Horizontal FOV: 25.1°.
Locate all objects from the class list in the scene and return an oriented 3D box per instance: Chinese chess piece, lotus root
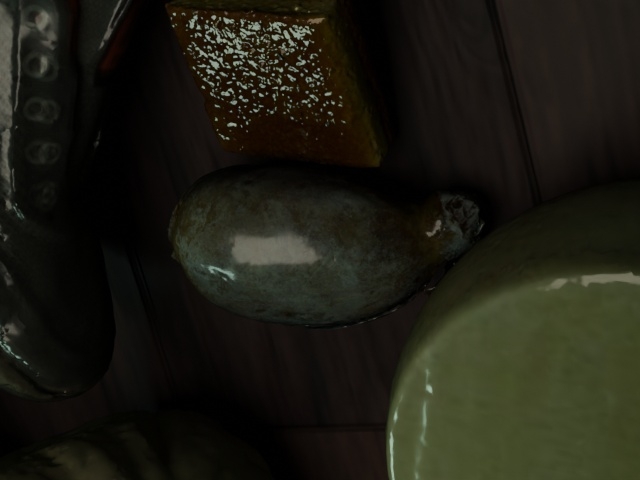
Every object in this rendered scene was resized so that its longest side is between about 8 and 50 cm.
[{"bbox_3d":[0.152,0.094,0.639,0.250,0.101,0.250,11,118,21],"label":"Chinese chess piece"},{"bbox_3d":[-0.001,0.003,0.707,0.165,0.088,0.088,4,113,15],"label":"lotus root"}]

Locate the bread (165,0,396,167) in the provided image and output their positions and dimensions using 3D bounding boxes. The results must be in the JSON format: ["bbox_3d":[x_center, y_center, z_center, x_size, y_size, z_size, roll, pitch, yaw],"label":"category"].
[{"bbox_3d":[-0.017,-0.080,0.684,0.090,0.035,0.094,9,139,29],"label":"bread"}]

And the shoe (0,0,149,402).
[{"bbox_3d":[-0.143,-0.088,0.728,0.171,0.132,0.336,-16,100,24],"label":"shoe"}]

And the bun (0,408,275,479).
[{"bbox_3d":[-0.117,0.196,0.753,0.244,0.244,0.153,52,148,0],"label":"bun"}]
